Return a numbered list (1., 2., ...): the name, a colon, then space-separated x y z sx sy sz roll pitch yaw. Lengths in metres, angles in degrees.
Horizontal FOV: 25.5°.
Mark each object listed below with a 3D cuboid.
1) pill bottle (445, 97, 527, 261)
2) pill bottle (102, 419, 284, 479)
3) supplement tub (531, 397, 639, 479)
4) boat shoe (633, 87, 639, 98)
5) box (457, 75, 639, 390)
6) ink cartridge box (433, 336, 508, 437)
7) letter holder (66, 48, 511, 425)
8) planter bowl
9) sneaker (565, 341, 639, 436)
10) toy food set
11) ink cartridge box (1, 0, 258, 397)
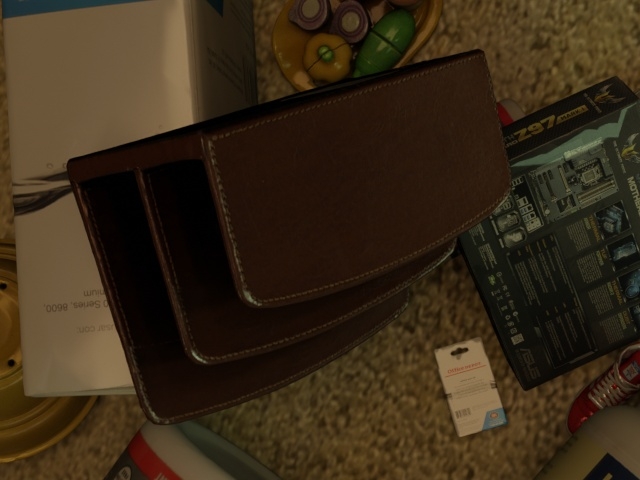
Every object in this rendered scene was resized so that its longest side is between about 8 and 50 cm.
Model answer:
1. pill bottle: 0.117 -0.042 1.279 0.180 0.108 0.108 -29 82 3
2. pill bottle: -0.162 0.349 1.217 0.210 0.210 0.363 35 89 8
3. supplement tub: 0.256 0.287 1.168 0.235 0.235 0.325 42 90 8
4. boat shoe: 0.387 -0.106 1.271 0.228 0.081 0.079 9 85 6
5. box: 0.217 -0.002 1.227 0.183 0.059 0.232 -25 121 3
6. ink cartridge box: 0.137 0.134 1.299 0.048 0.028 0.083 -16 83 4
7. letter holder: 0.000 0.000 1.041 0.152 0.302 0.214 -7 100 45
8. planter bowl: -0.302 0.089 1.288 0.217 0.090 0.217 2 72 -7
9. sneaker: 0.266 0.132 1.266 0.118 0.067 0.042 -45 78 0
10. toy food set: 0.046 -0.229 1.322 0.128 0.071 0.218 40 89 8
11. ink cartridge box: -0.147 -0.063 1.217 0.166 0.285 0.394 -5 84 7
